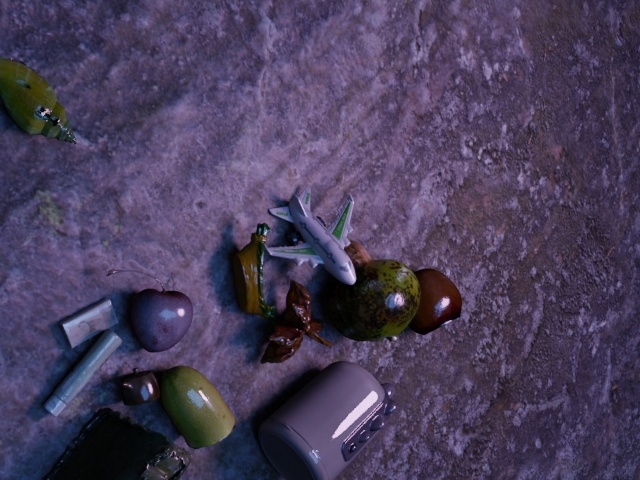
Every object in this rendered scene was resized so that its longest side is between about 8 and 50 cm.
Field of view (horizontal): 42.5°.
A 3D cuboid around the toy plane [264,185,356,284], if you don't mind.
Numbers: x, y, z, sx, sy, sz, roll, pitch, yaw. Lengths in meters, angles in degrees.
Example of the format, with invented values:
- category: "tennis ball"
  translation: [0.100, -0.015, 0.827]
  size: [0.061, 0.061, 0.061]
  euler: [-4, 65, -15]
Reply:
- category: "toy plane"
  translation: [-0.001, 0.001, 1.904]
  size: [0.251, 0.101, 0.255]
  euler: [-33, 80, -22]

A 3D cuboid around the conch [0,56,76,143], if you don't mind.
- category: "conch"
  translation: [-0.521, -0.249, 1.494]
  size: [0.201, 0.079, 0.095]
  euler: [60, 40, -18]

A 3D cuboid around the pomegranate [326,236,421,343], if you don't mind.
- category: "pomegranate"
  translation: [0.108, 0.118, 2.009]
  size: [0.222, 0.276, 0.204]
  euler: [-29, 149, -26]

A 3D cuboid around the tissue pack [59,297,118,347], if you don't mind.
- category: "tissue pack"
  translation: [-0.455, 0.162, 1.624]
  size: [0.108, 0.023, 0.056]
  euler: [-31, 116, -33]

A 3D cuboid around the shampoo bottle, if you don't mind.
- category: "shampoo bottle"
  translation: [-0.464, 0.258, 1.608]
  size: [0.041, 0.069, 0.191]
  euler: [42, 72, -9]

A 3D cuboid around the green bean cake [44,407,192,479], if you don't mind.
- category: "green bean cake"
  translation: [-0.391, 0.462, 1.567]
  size: [0.241, 0.255, 0.132]
  euler: [-53, 127, -28]

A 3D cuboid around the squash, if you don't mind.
- category: "squash"
  translation: [-0.273, 0.340, 1.746]
  size: [0.123, 0.123, 0.187]
  euler: [-42, 116, -29]

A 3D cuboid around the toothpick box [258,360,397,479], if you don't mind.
- category: "toothpick box"
  translation: [0.037, 0.422, 1.936]
  size: [0.316, 0.229, 0.229]
  euler: [-38, 118, -31]

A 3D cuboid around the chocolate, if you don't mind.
- category: "chocolate"
  translation: [0.286, 0.157, 2.178]
  size: [0.176, 0.176, 0.177]
  euler: [-6, 99, -40]

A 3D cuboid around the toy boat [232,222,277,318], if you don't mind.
- category: "toy boat"
  translation: [-0.142, 0.076, 1.831]
  size: [0.088, 0.089, 0.230]
  euler: [-15, 115, -25]

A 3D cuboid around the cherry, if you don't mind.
- category: "cherry"
  translation: [-0.353, 0.155, 1.666]
  size: [0.188, 0.115, 0.148]
  euler: [7, 129, -33]

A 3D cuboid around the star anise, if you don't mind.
- category: "star anise"
  translation: [-0.056, 0.197, 1.894]
  size: [0.212, 0.111, 0.196]
  euler: [-32, 128, -44]

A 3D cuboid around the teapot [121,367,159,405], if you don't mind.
- category: "teapot"
  translation: [-0.367, 0.292, 1.686]
  size: [0.121, 0.076, 0.068]
  euler: [-19, 99, -66]
